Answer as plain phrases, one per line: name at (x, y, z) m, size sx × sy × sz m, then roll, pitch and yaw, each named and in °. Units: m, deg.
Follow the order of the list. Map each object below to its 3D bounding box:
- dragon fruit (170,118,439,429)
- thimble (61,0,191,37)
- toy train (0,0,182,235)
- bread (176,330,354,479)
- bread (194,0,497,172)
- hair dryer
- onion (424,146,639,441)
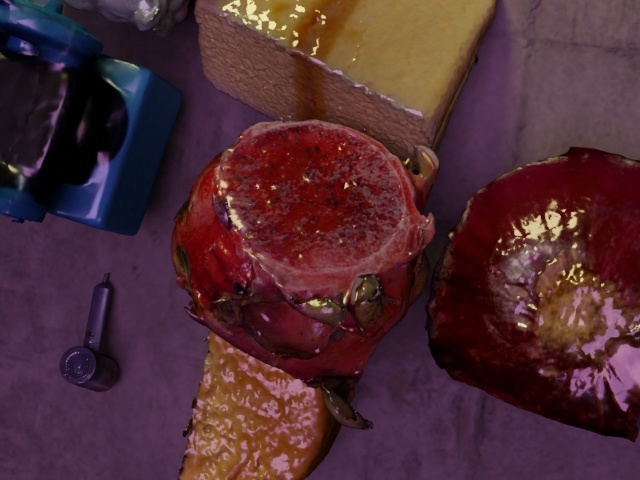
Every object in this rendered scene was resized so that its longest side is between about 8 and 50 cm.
dragon fruit at (0.000, 0.000, 0.820) m, size 0.282 × 0.211 × 0.147 m, roll 63°, pitch 144°, yaw 34°
thimble at (-0.177, -0.267, 0.862) m, size 0.211 × 0.185 × 0.149 m, roll 33°, pitch 103°, yaw 32°
toy train at (-0.296, -0.119, 0.874) m, size 0.300 × 0.265 × 0.188 m, roll 18°, pitch 89°, yaw 11°
bread at (-0.047, 0.143, 0.911) m, size 0.139 × 0.143 × 0.229 m, roll 16°, pitch 103°, yaw 12°
bread at (0.031, -0.186, 0.912) m, size 0.240 × 0.135 × 0.178 m, roll 28°, pitch 69°, yaw 9°
hair dryer at (-0.216, 0.087, 0.996) m, size 0.037 × 0.063 × 0.114 m, roll 5°, pitch 76°, yaw 13°
onion at (0.197, 0.026, 0.810) m, size 0.207 × 0.216 × 0.206 m, roll 17°, pitch 95°, yaw 19°
